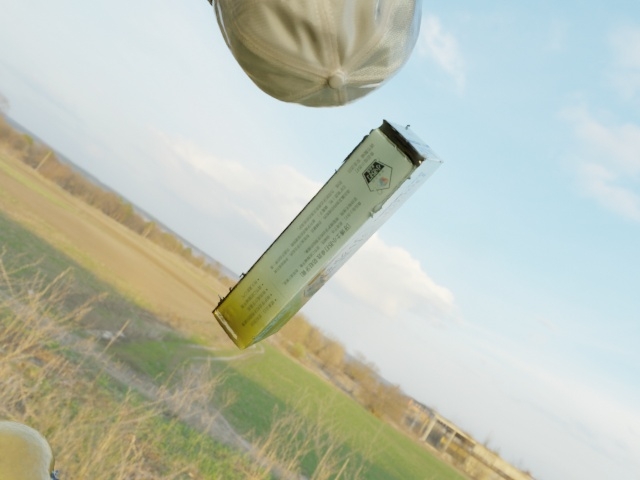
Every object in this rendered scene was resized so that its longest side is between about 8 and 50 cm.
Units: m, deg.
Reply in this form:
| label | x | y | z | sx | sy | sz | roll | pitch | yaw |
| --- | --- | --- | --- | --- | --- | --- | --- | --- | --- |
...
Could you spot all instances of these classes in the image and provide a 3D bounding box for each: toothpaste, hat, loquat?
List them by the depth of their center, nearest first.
| label | x | y | z | sx | sy | sz | roll | pitch | yaw |
| --- | --- | --- | --- | --- | --- | --- | --- | --- | --- |
| hat | -0.005 | -0.254 | 0.428 | 0.161 | 0.232 | 0.275 | -113 | -170 | -59 |
| toothpaste | 0.000 | 0.000 | 0.551 | 0.071 | 0.313 | 0.089 | 49 | 24 | 15 |
| loquat | -0.452 | 0.351 | 0.639 | 0.208 | 0.208 | 0.208 | 33 | -9 | 6 |
